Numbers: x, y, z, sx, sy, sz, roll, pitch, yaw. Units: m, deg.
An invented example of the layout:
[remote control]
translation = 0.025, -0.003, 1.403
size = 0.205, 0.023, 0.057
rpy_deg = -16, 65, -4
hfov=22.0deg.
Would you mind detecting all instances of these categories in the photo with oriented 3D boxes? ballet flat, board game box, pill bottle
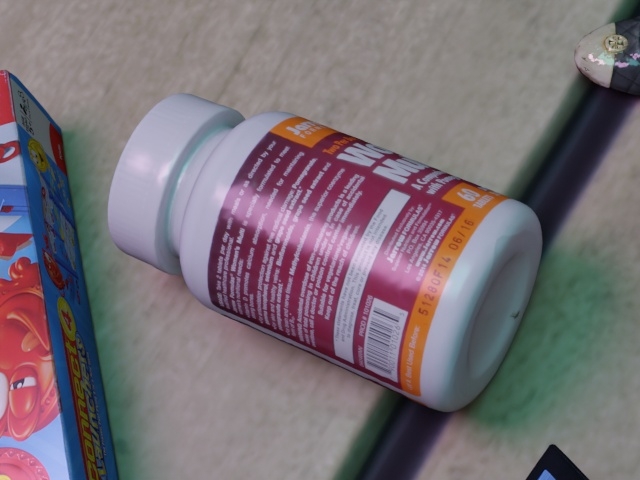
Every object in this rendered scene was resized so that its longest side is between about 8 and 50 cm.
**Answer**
[ballet flat]
translation = 0.233, -0.115, 0.944
size = 0.173, 0.049, 0.057
rpy_deg = -2, 66, 13
[board game box]
translation = -0.287, 0.086, 0.961
size = 0.308, 0.086, 0.302
rpy_deg = -17, 64, 6
[pill bottle]
translation = 0.000, 0.000, 0.910
size = 0.221, 0.121, 0.121
rpy_deg = 23, 74, 21

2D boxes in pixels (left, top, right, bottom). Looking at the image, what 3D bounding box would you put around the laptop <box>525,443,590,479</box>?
[laptop]
translation = 0.066, 0.262, 0.738
size = 0.264, 0.137, 0.234
rpy_deg = -23, 46, -21
